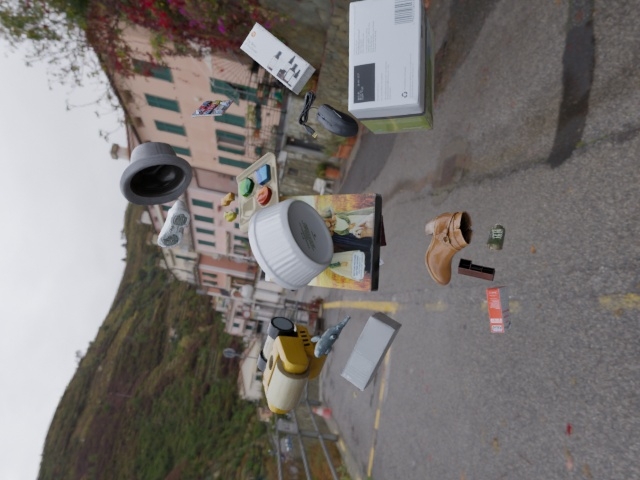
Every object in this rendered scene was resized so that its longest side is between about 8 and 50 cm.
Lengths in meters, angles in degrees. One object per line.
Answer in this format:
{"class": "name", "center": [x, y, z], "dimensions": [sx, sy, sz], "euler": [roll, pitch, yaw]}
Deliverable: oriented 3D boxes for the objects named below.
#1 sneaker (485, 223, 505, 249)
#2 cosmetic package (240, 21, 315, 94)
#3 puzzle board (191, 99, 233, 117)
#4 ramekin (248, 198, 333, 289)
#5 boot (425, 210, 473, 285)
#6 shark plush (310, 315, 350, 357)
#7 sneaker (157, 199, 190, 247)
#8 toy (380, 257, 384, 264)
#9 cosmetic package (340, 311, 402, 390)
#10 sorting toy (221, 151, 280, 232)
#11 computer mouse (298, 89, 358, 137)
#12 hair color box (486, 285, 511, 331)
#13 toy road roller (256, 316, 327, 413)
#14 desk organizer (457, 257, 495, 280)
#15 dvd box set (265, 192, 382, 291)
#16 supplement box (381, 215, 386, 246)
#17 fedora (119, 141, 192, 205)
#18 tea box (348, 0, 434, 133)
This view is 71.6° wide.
{"class": "sneaker", "center": [0.686, -0.020, 1.734], "dimensions": [0.192, 0.064, 0.086], "euler": [-21, -65, -63]}
{"class": "cosmetic package", "center": [-0.138, -0.582, 1.418], "dimensions": [0.099, 0.239, 0.060], "euler": [-51, -14, 13]}
{"class": "puzzle board", "center": [-0.327, -0.404, 1.349], "dimensions": [0.128, 0.096, 0.011], "euler": [-80, -15, -53]}
{"class": "ramekin", "center": [-0.073, 0.001, 1.319], "dimensions": [0.127, 0.273, 0.273], "euler": [-28, 37, 29]}
{"class": "boot", "center": [0.514, 0.030, 1.725], "dimensions": [0.220, 0.108, 0.284], "euler": [161, 110, -65]}
{"class": "shark plush", "center": [0.043, 0.310, 1.412], "dimensions": [0.161, 0.073, 0.067], "euler": [-34, -2, -8]}
{"class": "sneaker", "center": [-0.591, -0.067, 1.799], "dimensions": [0.232, 0.090, 0.115], "euler": [-49, 39, 30]}
{"class": "toy", "center": [0.194, 0.044, 2.173], "dimensions": [0.136, 0.237, 0.056], "euler": [-29, 19, 23]}
{"class": "cosmetic package", "center": [0.174, 0.370, 1.513], "dimensions": [0.238, 0.107, 0.127], "euler": [-62, -19, 11]}
{"class": "sorting toy", "center": [-0.257, -0.149, 1.562], "dimensions": [0.307, 0.041, 0.229], "euler": [-28, 61, 35]}
{"class": "computer mouse", "center": [0.018, -0.476, 1.833], "dimensions": [0.060, 0.261, 0.184], "euler": [-55, -1, -42]}
{"class": "hair color box", "center": [0.696, 0.267, 1.729], "dimensions": [0.053, 0.093, 0.168], "euler": [-10, 84, 41]}
{"class": "toy road roller", "center": [-0.073, 0.430, 1.561], "dimensions": [0.330, 0.240, 0.203], "euler": [-120, 45, -61]}
{"class": "desk organizer", "center": [0.582, 0.108, 1.656], "dimensions": [0.047, 0.130, 0.050], "euler": [-67, -26, -23]}
{"class": "dvd box set", "center": [0.000, 0.000, 1.480], "dimensions": [0.062, 0.419, 0.308], "euler": [6, -92, -57]}
{"class": "supplement box", "center": [0.144, -0.025, 1.811], "dimensions": [0.073, 0.239, 0.131], "euler": [177, 86, -69]}
{"class": "fedora", "center": [-0.578, -0.246, 1.542], "dimensions": [0.125, 0.243, 0.275], "euler": [69, 152, 19]}
{"class": "tea box", "center": [0.239, -0.544, 1.427], "dimensions": [0.323, 0.219, 0.330], "euler": [-2, -87, -69]}
